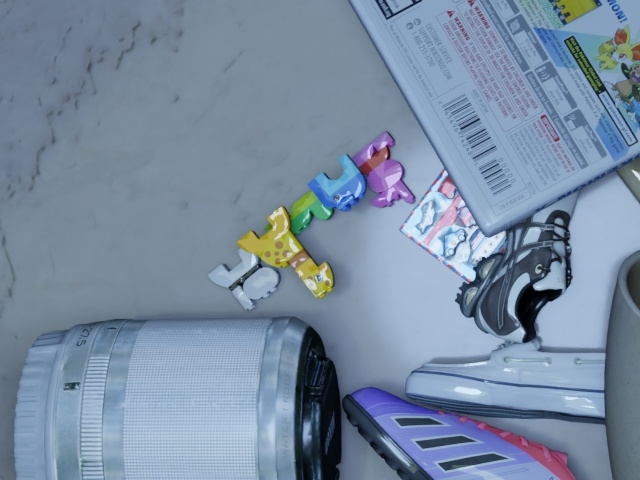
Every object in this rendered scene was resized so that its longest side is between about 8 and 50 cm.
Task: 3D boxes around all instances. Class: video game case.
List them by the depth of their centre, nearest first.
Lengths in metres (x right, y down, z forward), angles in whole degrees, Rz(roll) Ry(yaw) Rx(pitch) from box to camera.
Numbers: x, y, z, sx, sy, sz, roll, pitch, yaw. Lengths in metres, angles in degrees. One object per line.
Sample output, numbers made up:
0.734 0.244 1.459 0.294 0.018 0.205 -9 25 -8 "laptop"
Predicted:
0.203 -0.212 1.614 0.300 0.036 0.329 -28 75 -1 "video game case"

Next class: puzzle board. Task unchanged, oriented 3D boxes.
0.152 -0.033 1.710 0.096 0.011 0.128 37 95 7 "puzzle board"

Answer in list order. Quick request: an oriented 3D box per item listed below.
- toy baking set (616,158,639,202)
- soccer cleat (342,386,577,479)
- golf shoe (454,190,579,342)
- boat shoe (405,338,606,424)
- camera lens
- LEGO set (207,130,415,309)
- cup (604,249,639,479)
0.363 -0.115 1.673 0.197 0.030 0.256 -41 84 3 "toy baking set"
0.166 0.221 1.663 0.318 0.108 0.116 36 89 4 "soccer cleat"
0.212 0.006 1.655 0.094 0.077 0.198 35 105 43 "golf shoe"
0.195 0.130 1.678 0.226 0.083 0.076 7 76 -1 "boat shoe"
-0.125 0.182 1.645 0.274 0.219 0.219 -2 89 9 "camera lens"
0.000 0.000 1.695 0.227 0.087 0.093 -39 84 8 "LEGO set"
0.384 0.181 1.544 0.331 0.331 0.237 19 112 8 "cup"
